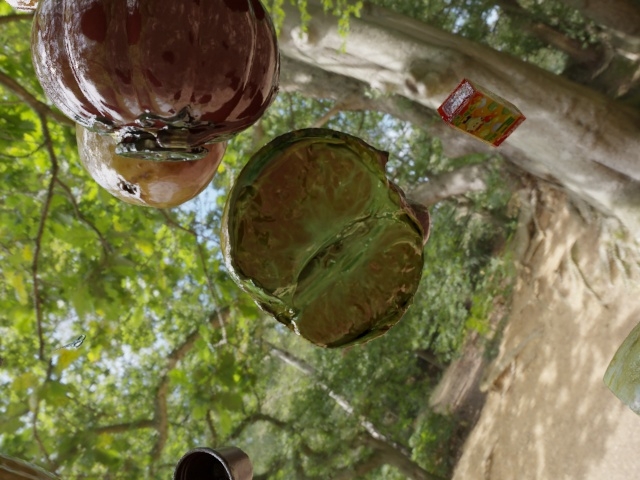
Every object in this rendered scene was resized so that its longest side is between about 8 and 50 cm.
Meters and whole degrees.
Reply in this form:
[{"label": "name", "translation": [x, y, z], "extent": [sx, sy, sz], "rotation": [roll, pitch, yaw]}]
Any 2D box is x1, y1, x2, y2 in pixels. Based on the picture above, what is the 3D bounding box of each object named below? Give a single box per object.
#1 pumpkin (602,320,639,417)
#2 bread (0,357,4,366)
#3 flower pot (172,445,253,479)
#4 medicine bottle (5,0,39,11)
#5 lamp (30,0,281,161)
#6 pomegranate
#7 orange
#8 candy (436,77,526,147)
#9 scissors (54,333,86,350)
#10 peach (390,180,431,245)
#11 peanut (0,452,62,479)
[{"label": "pumpkin", "translation": [0.597, 0.244, 0.864], "extent": [0.199, 0.332, 0.332], "rotation": [-45, -11, 16]}, {"label": "bread", "translation": [-0.727, 0.252, 1.116], "extent": [0.136, 0.241, 0.107], "rotation": [26, -122, -36]}, {"label": "flower pot", "translation": [-0.152, 0.359, 0.859], "extent": [0.111, 0.111, 0.089], "rotation": [-63, -25, 7]}, {"label": "medicine bottle", "translation": [-0.435, -0.502, 0.985], "extent": [0.157, 0.157, 0.288], "rotation": [102, -169, -48]}, {"label": "lamp", "translation": [-0.201, -0.233, 0.723], "extent": [0.303, 0.303, 0.257], "rotation": [-1, -88, -73]}, {"label": "pomegranate", "translation": [-0.423, -0.290, 1.468], "extent": [0.410, 0.410, 0.410], "rotation": [-54, -17, -24]}, {"label": "orange", "translation": [-0.005, -0.001, 0.836], "extent": [0.334, 0.196, 0.262], "rotation": [43, -107, -37]}, {"label": "candy", "translation": [0.230, -0.180, 0.810], "extent": [0.122, 0.038, 0.062], "rotation": [13, -48, -36]}, {"label": "scissors", "translation": [-0.527, 0.219, 1.191], "extent": [0.006, 0.083, 0.036], "rotation": [58, -157, -31]}, {"label": "peach", "translation": [0.116, -0.027, 1.014], "extent": [0.152, 0.152, 0.152], "rotation": [-54, -17, -24]}, {"label": "peanut", "translation": [-0.252, 0.198, 0.394], "extent": [0.108, 0.095, 0.226], "rotation": [-45, -50, 3]}]
